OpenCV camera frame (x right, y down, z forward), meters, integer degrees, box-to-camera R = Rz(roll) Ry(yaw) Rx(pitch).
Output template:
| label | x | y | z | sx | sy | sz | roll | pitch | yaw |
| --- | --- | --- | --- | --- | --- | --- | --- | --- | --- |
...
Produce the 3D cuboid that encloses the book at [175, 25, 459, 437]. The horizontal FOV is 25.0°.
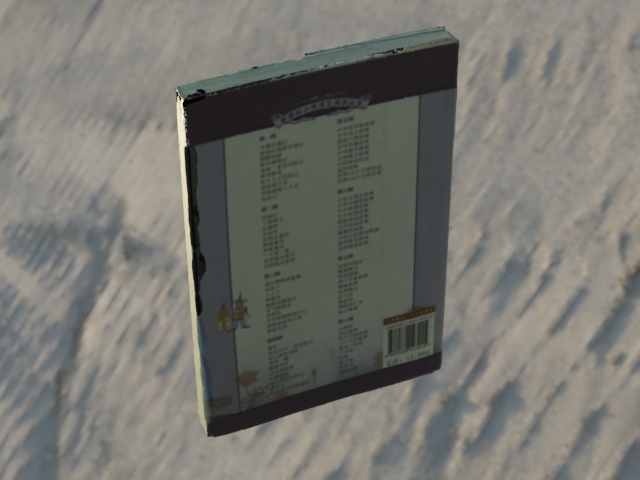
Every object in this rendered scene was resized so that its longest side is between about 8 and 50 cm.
| label | x | y | z | sx | sy | sz | roll | pitch | yaw |
| --- | --- | --- | --- | --- | --- | --- | --- | --- | --- |
| book | 0.000 | -0.001 | 0.815 | 0.026 | 0.157 | 0.231 | -129 | 31 | -49 |
